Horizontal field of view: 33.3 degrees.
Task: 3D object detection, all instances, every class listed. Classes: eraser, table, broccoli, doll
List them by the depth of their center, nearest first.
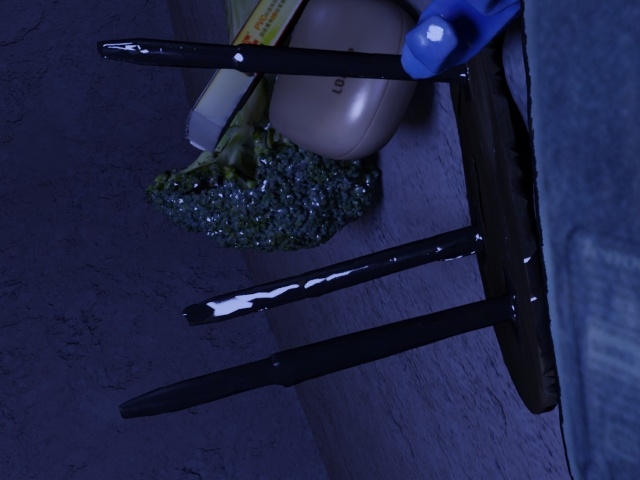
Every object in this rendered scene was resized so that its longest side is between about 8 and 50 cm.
[{"bbox_3d":[0.099,-0.130,0.475,0.067,0.110,0.206,49,132,-2],"label":"doll"},{"bbox_3d":[0.000,0.000,0.737,0.317,0.249,0.317,-10,-90,-87],"label":"table"},{"bbox_3d":[-0.053,-0.196,1.022,0.038,0.230,0.157,32,172,-6],"label":"eraser"},{"bbox_3d":[-0.079,-0.150,1.216,0.252,0.221,0.361,-58,36,39],"label":"broccoli"}]

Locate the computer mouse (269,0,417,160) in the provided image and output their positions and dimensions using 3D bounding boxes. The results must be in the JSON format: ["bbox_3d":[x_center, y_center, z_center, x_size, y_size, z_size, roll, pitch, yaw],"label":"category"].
[{"bbox_3d":[0.011,-0.149,0.940,0.145,0.082,0.236,-69,22,10],"label":"computer mouse"}]

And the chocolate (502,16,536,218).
[{"bbox_3d":[0.139,-0.052,0.558,0.072,0.072,0.167,-161,57,-78],"label":"chocolate"}]

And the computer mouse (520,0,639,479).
[{"bbox_3d":[0.153,-0.041,0.336,0.203,0.114,0.374,-153,55,-63],"label":"computer mouse"}]
